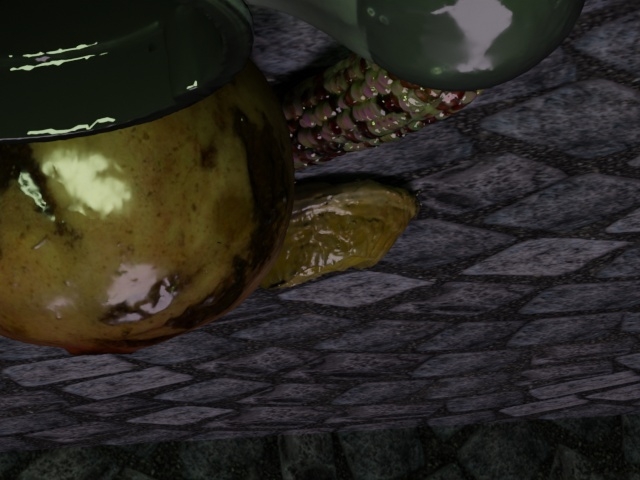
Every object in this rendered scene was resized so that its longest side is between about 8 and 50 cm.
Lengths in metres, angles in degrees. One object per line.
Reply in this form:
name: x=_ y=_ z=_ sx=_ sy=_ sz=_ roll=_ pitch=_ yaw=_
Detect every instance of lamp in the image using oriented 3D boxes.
lamp: x=0.026 y=-0.205 z=1.082 sx=0.314 sy=0.182 sz=0.182 roll=13 pitch=162 yaw=-2

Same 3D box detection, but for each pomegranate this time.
pomegranate: x=-0.176 y=-0.046 z=1.316 sx=0.322 sy=0.322 sz=0.322 roll=-7 pitch=164 yaw=-2

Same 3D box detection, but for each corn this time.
corn: x=0.041 y=-0.128 z=1.462 sx=0.092 sy=0.092 sz=0.280 roll=5 pitch=164 yaw=-36

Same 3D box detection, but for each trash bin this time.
trash bin: x=-0.154 y=-0.203 z=0.785 sx=0.217 sy=0.262 sz=0.277 roll=1 pitch=163 yaw=-27

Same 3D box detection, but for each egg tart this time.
egg tart: x=0.000 y=0.000 z=1.885 sx=0.252 sy=0.098 sz=0.232 roll=-11 pitch=168 yaw=-1
